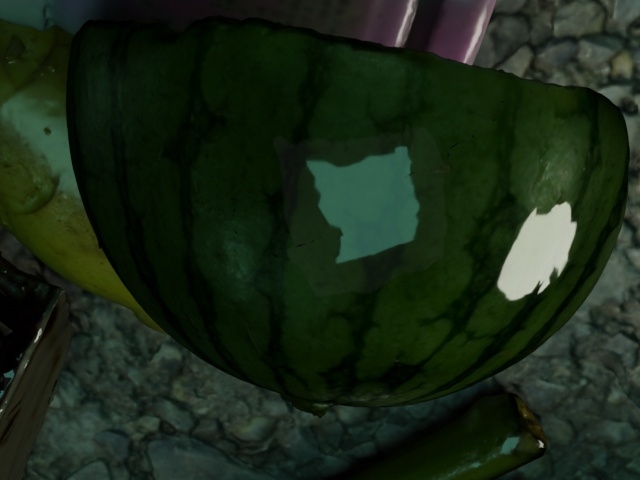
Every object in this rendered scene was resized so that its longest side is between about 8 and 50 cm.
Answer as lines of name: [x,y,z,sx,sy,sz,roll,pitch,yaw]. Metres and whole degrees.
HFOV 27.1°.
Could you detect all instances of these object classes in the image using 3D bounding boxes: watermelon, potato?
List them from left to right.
potato: [-0.155,-0.054,0.938,0.300,0.140,0.173,41,124,-19]
watermelon: [0.000,0.000,0.742,0.330,0.331,0.190,8,78,-2]

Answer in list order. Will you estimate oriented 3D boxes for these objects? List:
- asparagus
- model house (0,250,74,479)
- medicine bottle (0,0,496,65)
asparagus: [0.066,0.212,1.142,0.277,0.060,0.067,-29,135,19]
model house: [-0.369,0.115,1.041,0.282,0.297,0.317,26,161,1]
medicine bottle: [-0.059,-0.204,0.806,0.325,0.212,0.212,16,121,-5]
